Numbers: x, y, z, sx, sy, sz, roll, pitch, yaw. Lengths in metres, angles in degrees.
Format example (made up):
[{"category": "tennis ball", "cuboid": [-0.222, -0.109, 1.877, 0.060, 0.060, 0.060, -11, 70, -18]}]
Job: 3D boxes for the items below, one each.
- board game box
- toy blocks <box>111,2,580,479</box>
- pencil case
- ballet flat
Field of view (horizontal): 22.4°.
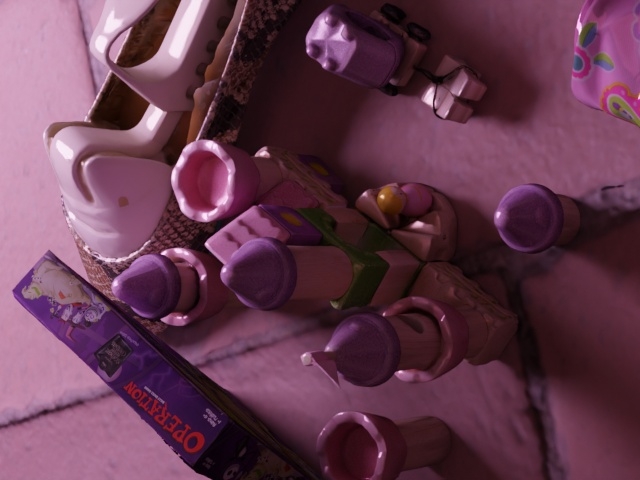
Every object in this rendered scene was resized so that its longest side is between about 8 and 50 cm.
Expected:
[{"category": "board game box", "cuboid": [-0.085, 0.141, 1.257, 0.056, 0.347, 0.208, -45, 61, -2]}, {"category": "toy blocks", "cuboid": [0.000, 0.000, 1.241, 0.288, 0.260, 0.309, 41, 112, 28]}, {"category": "pencil case", "cuboid": [0.305, -0.091, 1.120, 0.284, 0.124, 0.124, 34, 108, 31]}, {"category": "ballet flat", "cuboid": [-0.137, -0.135, 1.385, 0.164, 0.182, 0.483, 33, 108, 29]}]
